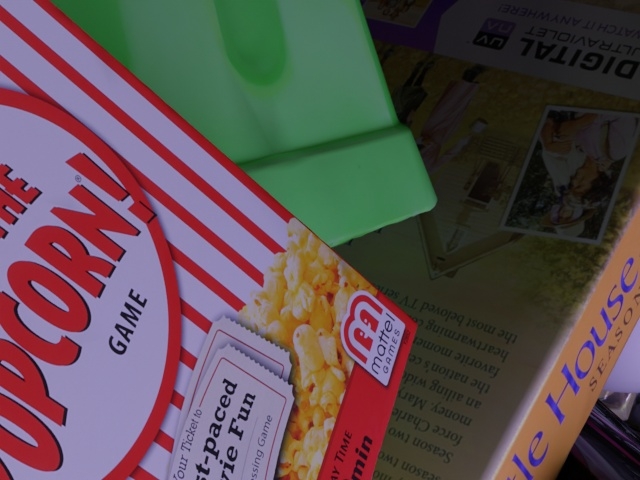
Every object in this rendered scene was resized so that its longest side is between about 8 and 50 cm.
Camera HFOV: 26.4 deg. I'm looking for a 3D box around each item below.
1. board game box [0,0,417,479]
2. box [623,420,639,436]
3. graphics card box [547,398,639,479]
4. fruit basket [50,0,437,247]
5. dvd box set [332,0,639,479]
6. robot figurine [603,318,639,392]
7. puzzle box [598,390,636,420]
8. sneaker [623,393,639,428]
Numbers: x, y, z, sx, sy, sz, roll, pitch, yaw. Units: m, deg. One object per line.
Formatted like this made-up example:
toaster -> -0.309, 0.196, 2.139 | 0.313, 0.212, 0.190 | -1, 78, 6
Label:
board game box -> -0.068, 0.033, 0.330 | 0.193, 0.045, 0.147 | 41, 53, -32
box -> 0.236, 0.331, 1.044 | 0.480, 0.472, 0.297 | 7, 101, -58
graphics card box -> 0.116, 0.129, 0.709 | 0.233, 0.371, 0.094 | 34, 98, -34
fruit basket -> -0.129, 0.030, 0.474 | 0.392, 0.283, 0.392 | -9, 101, -53
dvd box set -> 0.000, 0.000, 0.638 | 0.420, 0.307, 0.062 | -59, 142, -17
robot figurine -> 0.166, -0.054, 0.764 | 0.209, 0.173, 0.278 | 43, 31, -68
puzzle box -> 0.169, -0.079, 0.942 | 0.272, 0.052, 0.409 | 9, 101, -36
sneaker -> 0.296, 0.102, 1.298 | 0.108, 0.169, 0.292 | -53, 144, -21
